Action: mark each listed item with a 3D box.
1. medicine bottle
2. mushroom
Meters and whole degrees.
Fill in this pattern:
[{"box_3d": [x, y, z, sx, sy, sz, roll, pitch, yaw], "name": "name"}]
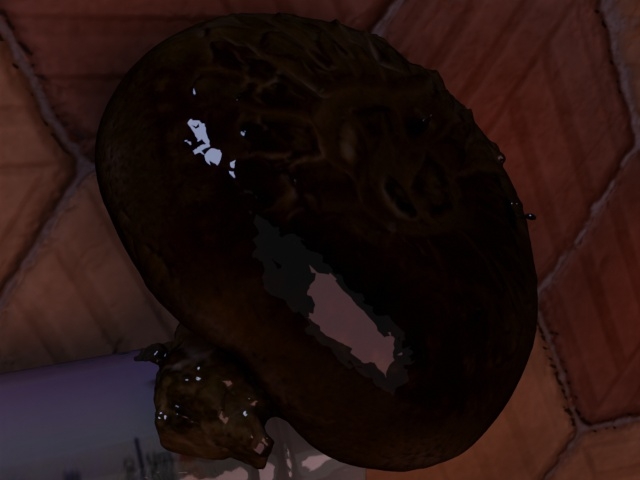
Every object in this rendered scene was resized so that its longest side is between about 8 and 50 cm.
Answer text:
[{"box_3d": [-0.113, 0.145, 0.758, 0.254, 0.152, 0.152, -8, 115, -21], "name": "medicine bottle"}, {"box_3d": [0.004, 0.000, 0.690, 0.297, 0.163, 0.278, 39, 58, -12], "name": "mushroom"}]
